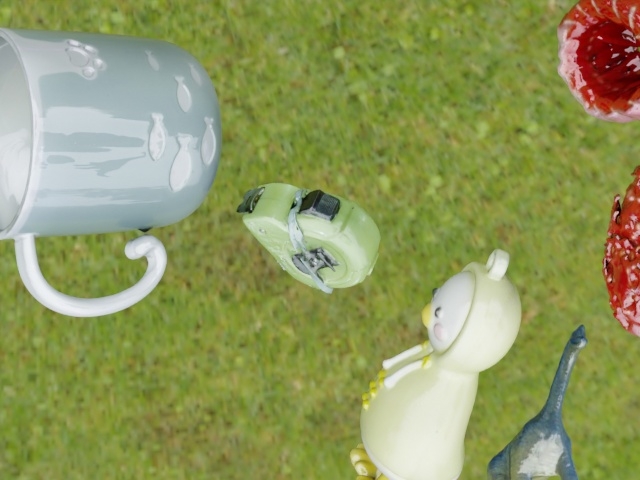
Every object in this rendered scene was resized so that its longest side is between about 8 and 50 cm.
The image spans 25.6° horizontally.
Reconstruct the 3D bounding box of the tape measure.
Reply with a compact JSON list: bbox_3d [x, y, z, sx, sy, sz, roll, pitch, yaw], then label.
[{"bbox_3d":[0.000,0.000,1.845,0.154,0.087,0.177,-9,135,38],"label":"tape measure"}]

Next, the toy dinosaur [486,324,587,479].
[{"bbox_3d":[0.216,0.224,1.505,0.075,0.188,0.247,19,139,-15],"label":"toy dinosaur"}]

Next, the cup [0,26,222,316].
[{"bbox_3d":[-0.276,-0.085,1.749,0.274,0.356,0.259,-4,172,-34],"label":"cup"}]

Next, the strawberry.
[{"bbox_3d":[0.350,0.001,1.312,0.187,0.184,0.201,-11,102,-21],"label":"strawberry"}]

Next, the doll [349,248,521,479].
[{"bbox_3d":[0.109,0.129,1.349,0.117,0.141,0.296,16,116,-2],"label":"doll"}]

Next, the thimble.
[{"bbox_3d":[0.381,-0.234,1.698,0.125,0.189,0.163,-25,95,-27],"label":"thimble"}]
